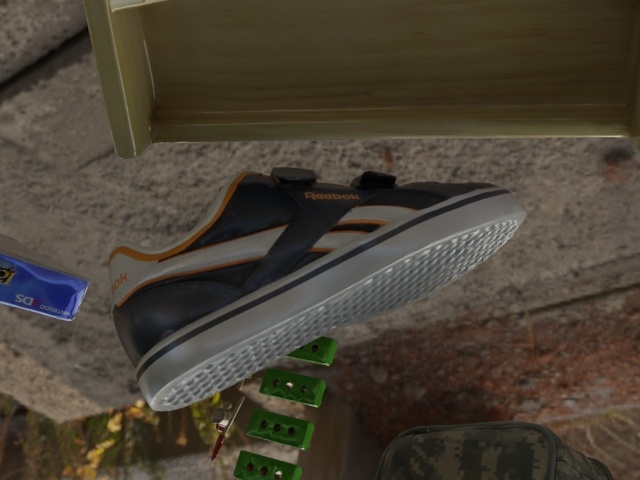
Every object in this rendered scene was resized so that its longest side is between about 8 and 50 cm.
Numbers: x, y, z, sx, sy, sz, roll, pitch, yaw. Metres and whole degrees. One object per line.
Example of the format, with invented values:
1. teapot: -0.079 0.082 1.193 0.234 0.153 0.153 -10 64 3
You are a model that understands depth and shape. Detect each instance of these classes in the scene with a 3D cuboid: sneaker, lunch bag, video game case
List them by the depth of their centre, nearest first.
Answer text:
1. sneaker: 0.000 0.000 0.609 0.321 0.127 0.126 -21 156 -24
2. lunch bag: 0.174 0.342 0.725 0.256 0.305 0.212 34 146 -32
3. video game case: -0.450 0.007 0.976 0.269 0.061 0.244 25 176 -43

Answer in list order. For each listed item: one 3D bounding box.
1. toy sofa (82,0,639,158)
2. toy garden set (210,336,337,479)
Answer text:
1. toy sofa: 0.042 -0.154 0.547 0.362 0.177 0.150 0 119 10
2. toy garden set: -0.088 0.266 1.336 0.203 0.244 0.049 6 159 32
